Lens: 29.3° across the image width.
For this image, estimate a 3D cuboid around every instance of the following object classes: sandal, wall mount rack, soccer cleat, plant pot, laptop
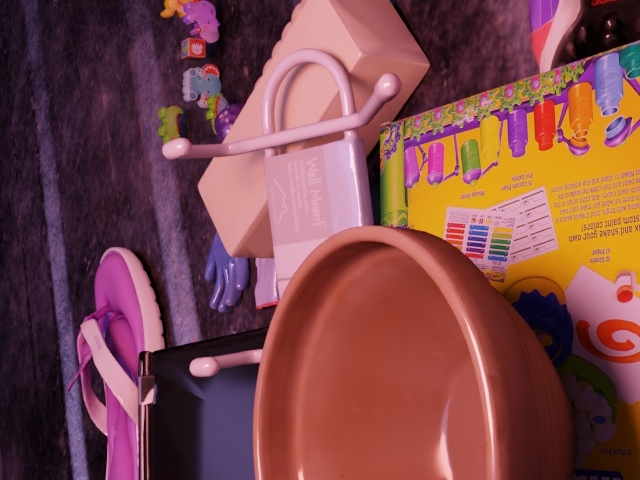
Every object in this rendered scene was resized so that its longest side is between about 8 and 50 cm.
[{"bbox_3d":[-0.268,0.193,1.570,0.169,0.102,0.416,-42,51,49],"label":"sandal"},{"bbox_3d":[0.000,0.000,1.020,0.304,0.131,0.349,-9,87,45],"label":"wall mount rack"},{"bbox_3d":[0.181,-0.210,0.781,0.318,0.109,0.116,83,175,-59],"label":"soccer cleat"},{"bbox_3d":[0.063,0.113,0.686,0.237,0.110,0.237,-12,75,57],"label":"plant pot"},{"bbox_3d":[-0.064,0.306,1.260,0.408,0.237,0.381,86,-179,-73],"label":"laptop"}]

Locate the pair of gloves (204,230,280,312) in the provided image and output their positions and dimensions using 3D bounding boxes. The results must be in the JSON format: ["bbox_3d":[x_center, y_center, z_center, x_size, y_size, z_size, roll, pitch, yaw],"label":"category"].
[{"bbox_3d":[-0.081,0.001,1.367,0.198,0.023,0.159,-7,80,59],"label":"pair of gloves"}]

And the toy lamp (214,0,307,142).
[{"bbox_3d":[-0.029,-0.207,1.257,0.274,0.080,0.080,-55,42,39],"label":"toy lamp"}]

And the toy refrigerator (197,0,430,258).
[{"bbox_3d":[-0.010,-0.108,1.189,0.269,0.094,0.102,-56,47,35],"label":"toy refrigerator"}]

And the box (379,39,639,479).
[{"bbox_3d":[0.186,0.046,0.766,0.290,0.177,0.279,-11,77,58],"label":"box"}]

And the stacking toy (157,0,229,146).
[{"bbox_3d":[-0.141,-0.223,1.479,0.167,0.052,0.221,-4,84,61],"label":"stacking toy"}]
